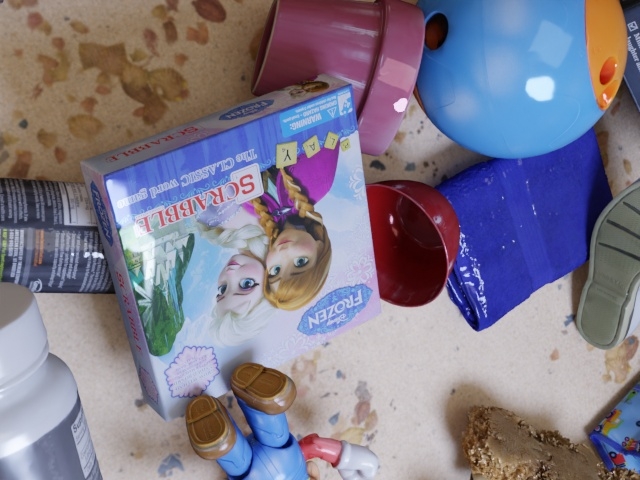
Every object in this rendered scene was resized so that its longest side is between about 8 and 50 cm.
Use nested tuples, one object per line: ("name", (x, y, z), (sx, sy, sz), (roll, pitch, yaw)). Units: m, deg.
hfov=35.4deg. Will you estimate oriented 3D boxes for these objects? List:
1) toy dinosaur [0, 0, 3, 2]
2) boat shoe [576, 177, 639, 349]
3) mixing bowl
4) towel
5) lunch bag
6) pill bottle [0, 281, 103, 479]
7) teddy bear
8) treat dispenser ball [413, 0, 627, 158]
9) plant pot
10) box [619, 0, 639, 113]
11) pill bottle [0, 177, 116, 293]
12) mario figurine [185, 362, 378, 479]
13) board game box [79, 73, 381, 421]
("toy dinosaur", (-0.300, -0.389, 1.138), (0.200, 0.127, 0.295), (10, 93, -33))
("boat shoe", (0.468, 0.022, 1.492), (0.103, 0.113, 0.302), (-26, 141, -38))
("mixing bowl", (0.119, -0.012, 1.343), (0.098, 0.181, 0.181), (-36, 108, -41))
("towel", (0.295, -0.034, 1.476), (0.308, 0.076, 0.227), (-29, 111, -23))
("lunch bag", (0.590, 0.363, 1.621), (0.221, 0.138, 0.293), (-39, 120, -21))
("pill bottle", (-0.341, 0.240, 1.055), (0.204, 0.204, 0.360), (-20, 113, -24))
("teddy bear", (0.343, 0.361, 1.441), (0.338, 0.245, 0.113), (19, 126, -24))
("treat dispenser ball", (0.256, -0.252, 1.322), (0.288, 0.288, 0.288), (-1, 93, -26))
("plant pot", (0.014, -0.225, 1.269), (0.180, 0.201, 0.201), (15, 85, -11))
("box", (0.640, -0.295, 1.440), (0.293, 0.396, 0.212), (60, 24, -16))
("pill bottle", (-0.283, -0.003, 1.152), (0.246, 0.130, 0.130), (3, 91, -26))
("mario figurine", (-0.036, 0.298, 1.208), (0.198, 0.170, 0.320), (-12, 133, 11))
("board game box", (-0.086, 0.006, 1.164), (0.319, 0.066, 0.317), (-25, 122, -26))
